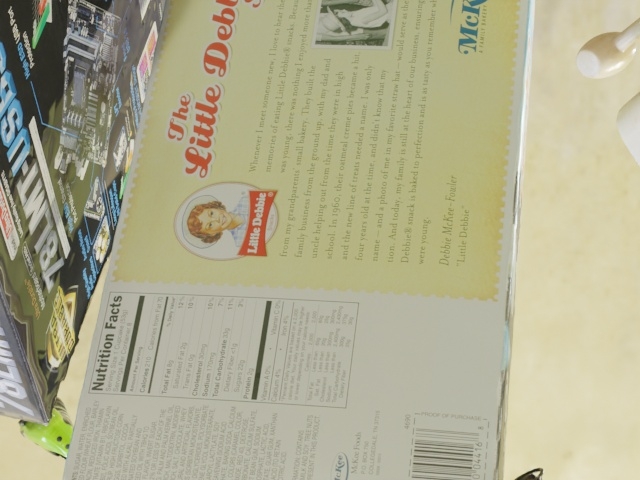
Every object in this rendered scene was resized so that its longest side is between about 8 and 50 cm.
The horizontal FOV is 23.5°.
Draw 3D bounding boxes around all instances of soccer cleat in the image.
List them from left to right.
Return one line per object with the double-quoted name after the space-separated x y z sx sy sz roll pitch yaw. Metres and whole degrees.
-0.313 0.223 1.797 0.072 0.179 0.060 43 83 -6 "soccer cleat"

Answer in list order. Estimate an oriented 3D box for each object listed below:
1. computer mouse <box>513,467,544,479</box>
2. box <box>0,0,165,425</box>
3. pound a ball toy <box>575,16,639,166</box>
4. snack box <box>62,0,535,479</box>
0.122 0.315 1.741 0.184 0.262 0.060 -31 108 -35 "computer mouse"
-0.140 -0.103 0.760 0.295 0.073 0.293 88 16 -58 "box"
0.379 -0.170 1.511 0.135 0.319 0.208 -28 82 -31 "pound a ball toy"
0.001 -0.008 0.729 0.060 0.187 0.322 76 20 -59 "snack box"
